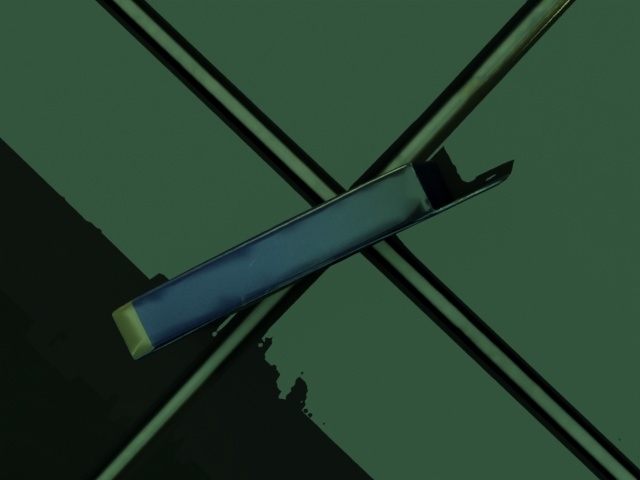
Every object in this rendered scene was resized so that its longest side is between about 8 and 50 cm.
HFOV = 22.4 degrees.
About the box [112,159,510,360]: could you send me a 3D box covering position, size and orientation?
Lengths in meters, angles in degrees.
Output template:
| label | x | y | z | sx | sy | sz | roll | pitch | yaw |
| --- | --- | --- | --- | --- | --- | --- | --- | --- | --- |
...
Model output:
| label | x | y | z | sx | sy | sz | roll | pitch | yaw |
| --- | --- | --- | --- | --- | --- | --- | --- | --- | --- |
| box | 0.000 | 0.000 | 0.936 | 0.225 | 0.136 | 0.036 | -25 | 90 | 10 |
